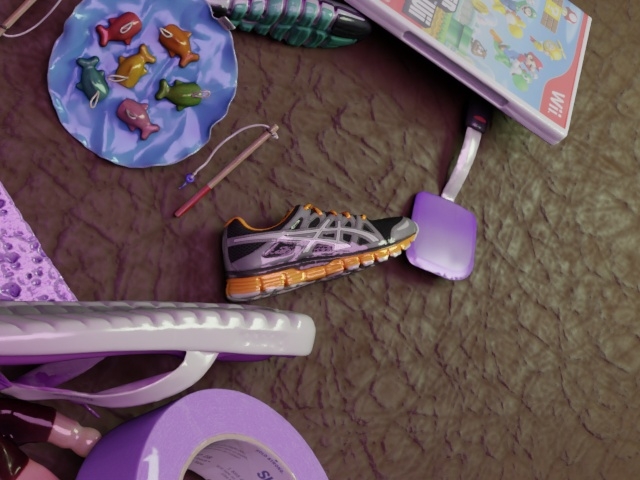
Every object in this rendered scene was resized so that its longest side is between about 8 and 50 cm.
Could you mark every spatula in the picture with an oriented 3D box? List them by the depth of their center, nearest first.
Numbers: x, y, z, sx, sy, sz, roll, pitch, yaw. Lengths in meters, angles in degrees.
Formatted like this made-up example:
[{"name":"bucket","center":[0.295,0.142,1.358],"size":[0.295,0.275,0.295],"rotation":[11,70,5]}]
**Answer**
[{"name":"spatula","center":[0.158,-0.097,1.469],"size":[0.084,0.030,0.296],"rotation":[23,72,-20]}]

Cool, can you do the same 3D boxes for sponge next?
[{"name":"sponge","center":[-0.327,0.002,1.239],"size":[0.117,0.031,0.210],"rotation":[-34,96,-25]}]

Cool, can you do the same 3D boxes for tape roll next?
[{"name":"tape roll","center":[-0.091,0.274,1.195],"size":[0.275,0.090,0.275],"rotation":[34,43,-39]}]

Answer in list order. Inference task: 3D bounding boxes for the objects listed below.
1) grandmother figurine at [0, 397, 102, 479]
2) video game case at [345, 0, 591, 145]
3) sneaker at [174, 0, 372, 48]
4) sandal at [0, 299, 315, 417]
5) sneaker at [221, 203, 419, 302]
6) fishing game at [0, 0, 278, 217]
[{"name":"grandmother figurine","center":[-0.290,0.224,1.186],"size":[0.342,0.104,0.208],"rotation":[51,57,-5]},{"name":"video game case","center":[0.166,-0.251,1.466],"size":[0.285,0.025,0.204],"rotation":[33,49,-16]},{"name":"sneaker","center":[-0.049,-0.261,1.380],"size":[0.224,0.083,0.098],"rotation":[7,74,-22]},{"name":"sandal","center":[-0.177,0.107,1.191],"size":[0.416,0.169,0.102],"rotation":[2,91,-34]},{"name":"sneaker","center":[0.000,0.000,1.357],"size":[0.215,0.084,0.083],"rotation":[-13,82,-24]},{"name":"fishing game","center":[-0.167,-0.161,1.302],"size":[0.189,0.041,0.264],"rotation":[-41,103,-3]}]
